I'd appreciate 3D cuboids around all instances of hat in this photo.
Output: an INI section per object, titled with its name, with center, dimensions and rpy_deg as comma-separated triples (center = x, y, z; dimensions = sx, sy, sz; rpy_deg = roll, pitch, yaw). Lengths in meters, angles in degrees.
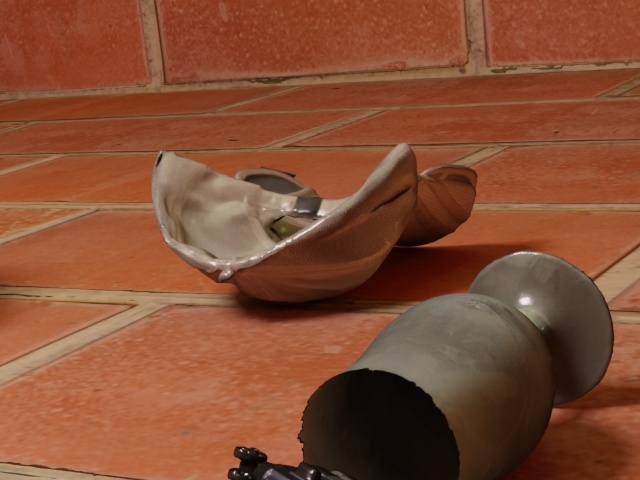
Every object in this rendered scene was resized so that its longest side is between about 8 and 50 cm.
[hat]
center = 0.000, 0.000, 1.117
dimensions = 0.219, 0.164, 0.226
rpy_deg = 1, -25, 33

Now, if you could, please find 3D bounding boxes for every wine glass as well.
[wine glass]
center = 0.070, 0.070, 0.701
dimensions = 0.093, 0.093, 0.202
rpy_deg = 0, 11, 29

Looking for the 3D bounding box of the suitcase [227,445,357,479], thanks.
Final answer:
[suitcase]
center = 0.009, 0.125, 0.483
dimensions = 0.059, 0.086, 0.126
rpy_deg = 17, 0, -28
